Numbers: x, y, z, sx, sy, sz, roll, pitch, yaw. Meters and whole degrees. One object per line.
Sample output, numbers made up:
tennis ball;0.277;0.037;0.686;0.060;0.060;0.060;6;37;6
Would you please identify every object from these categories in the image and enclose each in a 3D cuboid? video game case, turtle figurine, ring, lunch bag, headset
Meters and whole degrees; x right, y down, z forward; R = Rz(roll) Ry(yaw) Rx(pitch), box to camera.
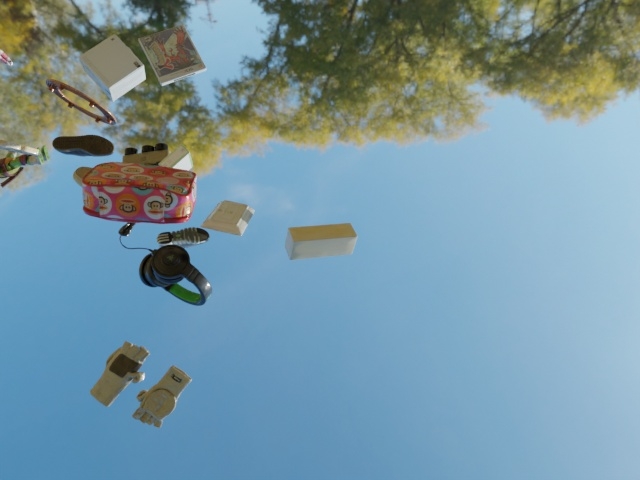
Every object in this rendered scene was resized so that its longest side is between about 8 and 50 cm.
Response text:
video game case;-0.555;-0.698;1.934;0.183;0.023;0.201;-26;-97;-18
turtle figurine;-1.308;-0.377;2.157;0.266;0.198;0.275;-10;-103;-9
ring;-1.105;-0.627;2.375;0.336;0.336;0.032;18;-104;30
lunch bag;-0.499;-0.148;1.453;0.292;0.120;0.258;6;-154;-9
headset;-0.545;0.073;1.845;0.243;0.394;0.185;-20;-147;51

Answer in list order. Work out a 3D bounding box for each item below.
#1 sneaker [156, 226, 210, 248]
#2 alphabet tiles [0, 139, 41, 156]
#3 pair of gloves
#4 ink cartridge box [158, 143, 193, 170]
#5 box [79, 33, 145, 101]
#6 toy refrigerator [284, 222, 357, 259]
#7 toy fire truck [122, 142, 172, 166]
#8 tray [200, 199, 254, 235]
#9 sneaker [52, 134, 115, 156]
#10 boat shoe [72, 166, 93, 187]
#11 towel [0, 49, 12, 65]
sneaker;-0.614;0.012;2.315;0.228;0.132;0.086;-4;-124;-14
alphabet tiles;-1.077;-0.321;1.681;0.283;0.021;0.278;11;180;18
pair of gloves;-0.522;0.418;1.497;0.240;0.204;0.042;31;-176;-5
ink cartridge box;-0.599;-0.253;1.992;0.056;0.171;0.235;45;-104;0
box;-0.849;-0.708;2.115;0.182;0.119;0.181;-43;-90;-19
toy refrigerator;0.000;0.000;2.057;0.269;0.102;0.094;-5;-136;-20
toy fire truck;-0.745;-0.347;2.331;0.216;0.246;0.159;-7;-105;6
tray;-0.327;-0.091;1.854;0.145;0.030;0.270;11;-158;-1
sneaker;-0.748;-0.300;1.645;0.188;0.066;0.071;6;174;-6
boat shoe;-0.835;-0.233;2.052;0.302;0.098;0.109;22;-126;-5
towel;-0.908;-0.548;1.351;0.144;0.197;0.029;30;-106;38
